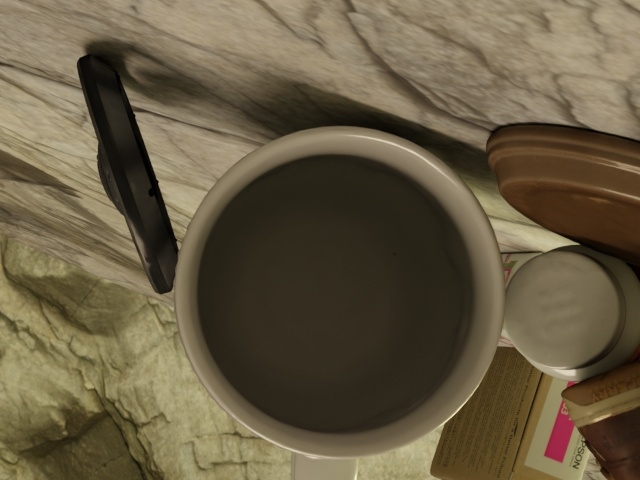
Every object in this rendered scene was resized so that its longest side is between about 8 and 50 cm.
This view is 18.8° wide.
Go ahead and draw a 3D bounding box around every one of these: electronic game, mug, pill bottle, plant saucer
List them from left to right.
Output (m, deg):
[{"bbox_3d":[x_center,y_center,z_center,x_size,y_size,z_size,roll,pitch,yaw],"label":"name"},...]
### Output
[{"bbox_3d":[-0.177,-0.060,1.763,0.048,0.229,0.229,-19,170,-2],"label":"electronic game"},{"bbox_3d":[0.004,0.097,1.736,0.276,0.374,0.328,2,178,-4],"label":"mug"},{"bbox_3d":[0.236,0.066,1.715,0.121,0.121,0.221,17,-178,19],"label":"pill bottle"},{"bbox_3d":[0.259,-0.021,1.530,0.278,0.041,0.278,19,170,3],"label":"plant saucer"}]

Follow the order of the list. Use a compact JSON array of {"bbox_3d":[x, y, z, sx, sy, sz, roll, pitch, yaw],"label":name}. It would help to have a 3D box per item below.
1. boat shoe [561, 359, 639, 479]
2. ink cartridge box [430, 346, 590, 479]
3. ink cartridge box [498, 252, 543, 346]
[{"bbox_3d":[0.289,0.174,1.689,0.123,0.123,0.342,-23,169,9],"label":"boat shoe"},{"bbox_3d":[0.225,0.163,2.078,0.088,0.235,0.193,23,171,-20],"label":"ink cartridge box"},{"bbox_3d":[0.201,0.061,1.980,0.052,0.088,0.122,26,169,-21],"label":"ink cartridge box"}]
